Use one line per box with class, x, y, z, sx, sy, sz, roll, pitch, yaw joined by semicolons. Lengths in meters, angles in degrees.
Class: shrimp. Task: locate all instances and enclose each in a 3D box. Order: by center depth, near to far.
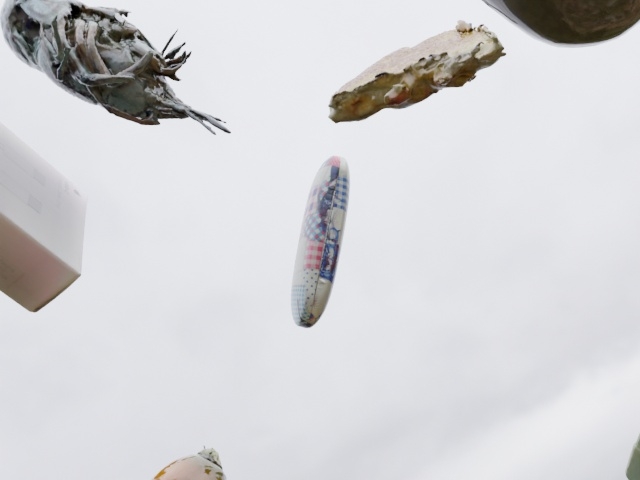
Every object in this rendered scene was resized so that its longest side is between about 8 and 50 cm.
shrimp;-0.282;-0.232;1.224;0.172;0.372;0.137;-30;-44;-60

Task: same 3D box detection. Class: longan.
longan;0.190;-0.242;0.731;0.189;0.189;0.189;-18;-25;-8

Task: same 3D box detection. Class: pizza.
pizza;0.153;-0.246;1.357;0.297;0.071;0.189;-17;19;44

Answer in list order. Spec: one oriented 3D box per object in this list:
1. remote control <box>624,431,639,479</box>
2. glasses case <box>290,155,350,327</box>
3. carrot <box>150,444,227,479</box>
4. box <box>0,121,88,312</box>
remote control;0.262;0.056;0.571;0.233;0.038;0.098;-37;-35;-32
glasses case;0.000;0.000;1.732;0.076;0.328;0.125;12;-20;-7
carrot;-0.120;0.248;0.563;0.062;0.271;0.066;11;-30;19
box;-0.435;-0.055;1.248;0.106;0.203;0.252;-36;-57;13
